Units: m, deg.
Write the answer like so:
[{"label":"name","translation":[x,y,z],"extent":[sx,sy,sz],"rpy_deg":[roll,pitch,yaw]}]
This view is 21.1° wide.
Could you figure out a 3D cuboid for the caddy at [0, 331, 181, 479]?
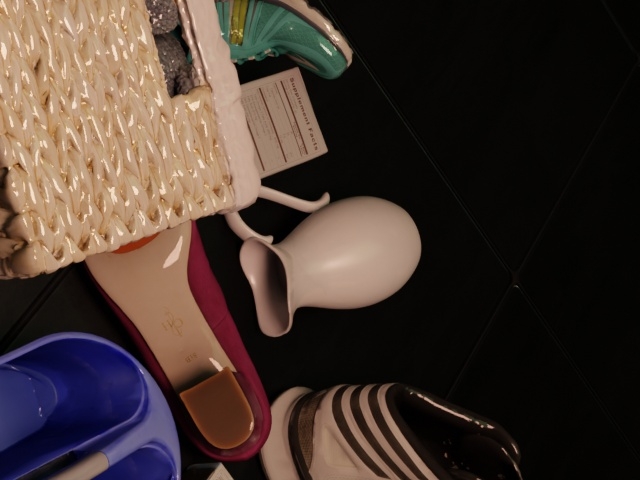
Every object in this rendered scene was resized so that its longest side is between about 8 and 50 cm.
[{"label":"caddy","translation":[-0.276,0.224,1.553],"extent":[0.341,0.179,0.241],"rpy_deg":[-26,98,-46]}]

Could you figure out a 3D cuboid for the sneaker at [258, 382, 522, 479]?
[{"label":"sneaker","translation":[0.128,0.349,1.878],"extent":[0.169,0.257,0.447],"rpy_deg":[-44,112,-42]}]

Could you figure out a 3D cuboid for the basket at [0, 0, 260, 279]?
[{"label":"basket","translation":[-0.277,-0.143,1.511],"extent":[0.266,0.331,0.328],"rpy_deg":[-28,110,-44]}]

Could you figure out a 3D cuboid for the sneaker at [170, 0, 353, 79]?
[{"label":"sneaker","translation":[-0.100,-0.227,1.852],"extent":[0.275,0.107,0.110],"rpy_deg":[20,71,0]}]

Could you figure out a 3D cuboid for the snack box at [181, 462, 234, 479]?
[{"label":"snack box","translation":[-0.149,0.401,1.724],"extent":[0.187,0.060,0.322],"rpy_deg":[56,47,-19]}]

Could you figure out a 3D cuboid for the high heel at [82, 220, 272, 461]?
[{"label":"high heel","translation":[-0.163,0.060,1.804],"extent":[0.127,0.181,0.377],"rpy_deg":[-20,81,-4]}]

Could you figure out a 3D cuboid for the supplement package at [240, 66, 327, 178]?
[{"label":"supplement package","translation":[-0.099,-0.111,1.870],"extent":[0.179,0.105,0.105],"rpy_deg":[-24,96,-47]}]

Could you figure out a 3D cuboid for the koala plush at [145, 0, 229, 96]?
[{"label":"koala plush","translation":[-0.189,-0.195,1.705],"extent":[0.203,0.196,0.221],"rpy_deg":[-10,92,-70]}]

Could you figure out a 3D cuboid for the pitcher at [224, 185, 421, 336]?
[{"label":"pitcher","translation":[0.000,0.000,1.946],"extent":[0.207,0.125,0.177],"rpy_deg":[-18,79,-35]}]
